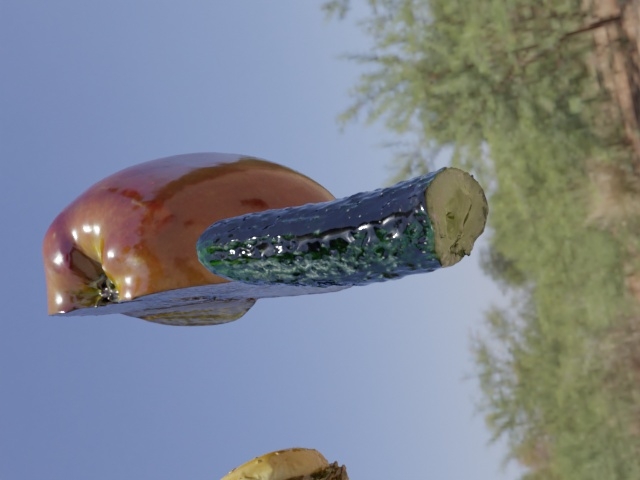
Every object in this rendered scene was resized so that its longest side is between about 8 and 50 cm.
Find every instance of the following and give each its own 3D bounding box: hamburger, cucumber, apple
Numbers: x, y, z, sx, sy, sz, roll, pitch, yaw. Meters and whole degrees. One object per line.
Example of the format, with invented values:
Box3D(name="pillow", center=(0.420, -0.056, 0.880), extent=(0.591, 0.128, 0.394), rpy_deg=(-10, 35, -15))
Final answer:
Box3D(name="hamburger", center=(-0.049, 0.271, 1.125), extent=(0.083, 0.147, 0.138), rpy_deg=(66, 148, 22))
Box3D(name="cucumber", center=(0.000, 0.000, 0.617), extent=(0.058, 0.215, 0.052), rpy_deg=(34, -118, -34))
Box3D(name="apple", center=(-0.152, 0.030, 1.351), extent=(0.365, 0.329, 0.295), rpy_deg=(3, -145, -49))
